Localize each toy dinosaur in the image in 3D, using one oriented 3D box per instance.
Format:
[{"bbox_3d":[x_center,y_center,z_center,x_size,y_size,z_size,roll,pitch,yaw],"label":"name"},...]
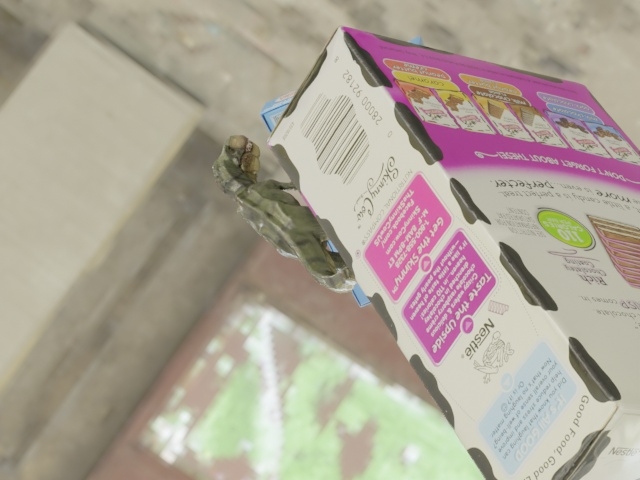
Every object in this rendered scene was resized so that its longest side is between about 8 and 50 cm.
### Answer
[{"bbox_3d":[0.000,0.000,1.489,0.118,0.064,0.268,24,-170,-34],"label":"toy dinosaur"}]

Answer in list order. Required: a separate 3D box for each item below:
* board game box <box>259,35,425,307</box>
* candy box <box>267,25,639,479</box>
[{"bbox_3d":[0.063,-0.060,1.750,0.211,0.160,0.039,63,-164,-17],"label":"board game box"},{"bbox_3d":[0.099,0.017,0.799,0.159,0.071,0.233,9,-145,-39],"label":"candy box"}]
